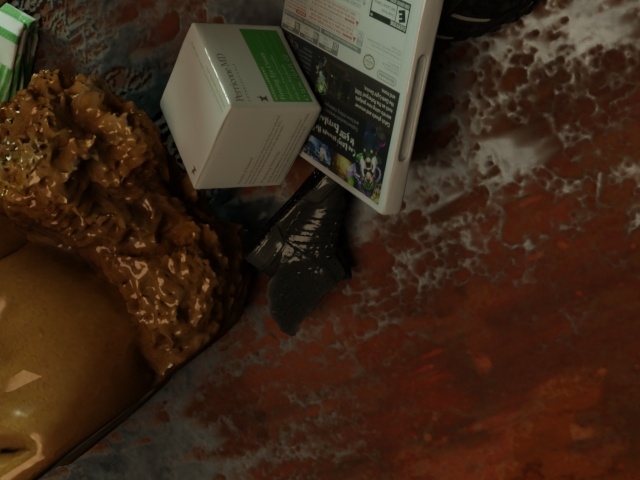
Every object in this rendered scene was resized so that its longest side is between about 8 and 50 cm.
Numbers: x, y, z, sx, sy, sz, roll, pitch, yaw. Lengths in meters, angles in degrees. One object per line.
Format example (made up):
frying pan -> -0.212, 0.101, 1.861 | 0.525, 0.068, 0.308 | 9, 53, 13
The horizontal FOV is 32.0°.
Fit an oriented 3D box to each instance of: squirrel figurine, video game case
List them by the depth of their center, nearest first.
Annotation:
video game case -> 0.020, -0.136, 0.892 | 0.190, 0.022, 0.173 | 39, 126, 48
squirrel figurine -> -0.281, 0.004, 1.028 | 0.397, 0.281, 0.370 | -40, 86, 16

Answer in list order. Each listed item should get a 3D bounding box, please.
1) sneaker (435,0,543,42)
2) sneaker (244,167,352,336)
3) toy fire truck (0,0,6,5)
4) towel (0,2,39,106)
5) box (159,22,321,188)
sneaker -> 0.142, -0.257, 0.810 | 0.108, 0.100, 0.271 | 57, 131, 31
sneaker -> 0.000, 0.001, 0.987 | 0.089, 0.051, 0.170 | 40, 106, -14
toy fire truck -> -0.384, -0.207, 1.019 | 0.246, 0.217, 0.158 | 3, 115, -16
towel -> -0.417, -0.127, 1.174 | 0.248, 0.038, 0.325 | 29, 119, 17
box -> -0.069, -0.112, 0.932 | 0.101, 0.087, 0.102 | 65, 144, 30
